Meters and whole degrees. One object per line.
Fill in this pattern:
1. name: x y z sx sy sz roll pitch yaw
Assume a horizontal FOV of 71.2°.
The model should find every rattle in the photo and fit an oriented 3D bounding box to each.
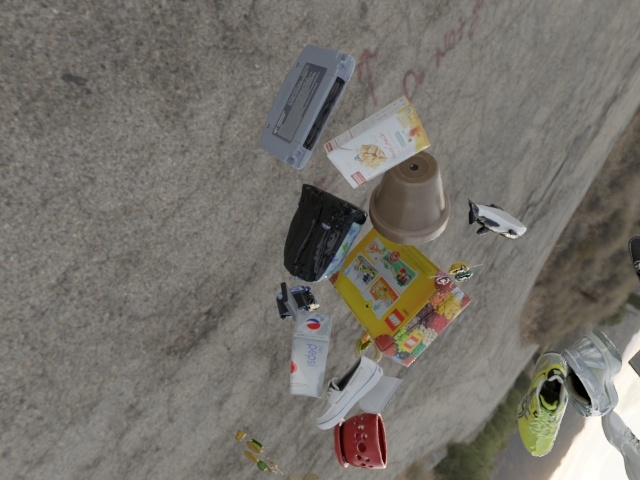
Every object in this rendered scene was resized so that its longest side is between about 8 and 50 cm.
1. rattle: 0.234 0.504 1.931 0.130 0.200 0.143 3 148 -31

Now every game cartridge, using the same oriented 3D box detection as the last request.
1. game cartridge: -0.046 -0.346 1.144 0.062 0.198 0.298 20 103 -40

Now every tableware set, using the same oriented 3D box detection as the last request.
1. tableware set: -0.162 0.541 1.143 0.154 0.103 0.024 56 43 -21

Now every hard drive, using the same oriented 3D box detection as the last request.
1. hard drive: -0.110 0.229 1.637 0.022 0.094 0.135 -19 133 4

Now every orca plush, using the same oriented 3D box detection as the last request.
1. orca plush: 0.564 -0.044 1.488 0.287 0.151 0.102 3 135 -43

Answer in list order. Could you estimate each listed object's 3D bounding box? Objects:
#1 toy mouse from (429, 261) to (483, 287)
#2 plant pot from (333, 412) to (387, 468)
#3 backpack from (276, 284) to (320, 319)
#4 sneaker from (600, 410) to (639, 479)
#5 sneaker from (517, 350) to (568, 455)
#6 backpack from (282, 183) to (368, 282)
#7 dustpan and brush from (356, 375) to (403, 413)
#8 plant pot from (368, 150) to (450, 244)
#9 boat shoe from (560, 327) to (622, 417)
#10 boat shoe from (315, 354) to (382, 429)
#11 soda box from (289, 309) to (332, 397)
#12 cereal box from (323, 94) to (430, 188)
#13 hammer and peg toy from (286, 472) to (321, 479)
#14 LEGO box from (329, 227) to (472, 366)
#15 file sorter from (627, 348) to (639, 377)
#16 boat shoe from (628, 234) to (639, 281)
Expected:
1. toy mouse: 0.421 0.109 1.421 0.160 0.031 0.143 -12 151 3
2. plant pot: 0.145 0.739 1.641 0.191 0.173 0.191 -11 90 -79
3. backpack: -0.089 0.266 1.921 0.158 0.117 0.173 -22 164 19
4. sneaker: 0.837 0.550 1.184 0.080 0.212 0.094 -17 165 -26
5. sneaker: 0.759 0.576 1.538 0.147 0.145 0.385 -19 116 -59
6. backpack: 0.000 0.000 1.767 0.356 0.290 0.273 -65 162 0
7. dustpan and brush: 0.139 0.471 1.390 0.147 0.211 0.061 -36 124 -45
8. plant pot: 0.284 -0.151 1.391 0.263 0.263 0.229 -47 155 -23
9. boat shoe: 0.594 0.315 1.009 0.103 0.118 0.321 -24 136 4
10. boat shoe: 0.059 0.419 1.253 0.258 0.084 0.095 -50 -168 10
11. soda box: -0.030 0.319 1.230 0.091 0.097 0.287 -81 178 -48
12. cereal box: 0.149 -0.247 1.161 0.240 0.047 0.173 -30 144 15
13. hammer and peg toy: 0.069 0.573 0.731 0.128 0.361 0.266 -61 180 24
14. LEGO box: 0.303 0.195 1.851 0.372 0.500 0.193 -48 129 8
15. file sorter: 0.766 0.274 0.825 0.193 0.173 0.278 -61 179 21
16. boat shoe: 0.873 0.074 1.182 0.064 0.206 0.075 15 147 -37
